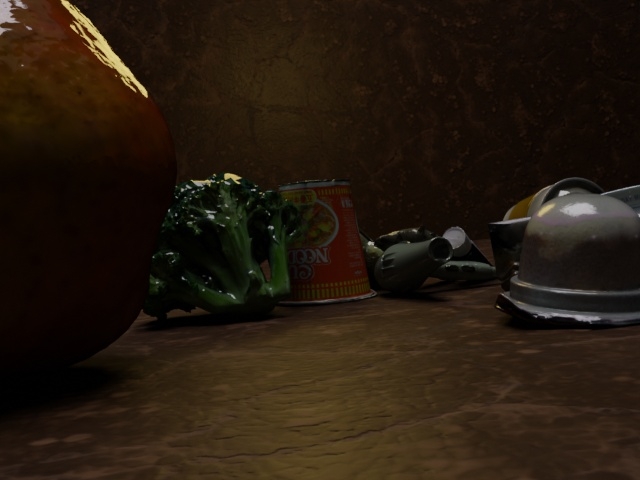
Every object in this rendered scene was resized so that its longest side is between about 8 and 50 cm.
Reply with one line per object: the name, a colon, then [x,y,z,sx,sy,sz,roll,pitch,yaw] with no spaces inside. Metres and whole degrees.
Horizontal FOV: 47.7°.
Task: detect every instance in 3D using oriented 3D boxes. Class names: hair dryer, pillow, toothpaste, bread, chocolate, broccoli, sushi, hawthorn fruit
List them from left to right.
hawthorn fruit: [-0.399,-0.052,0.720,0.472,0.471,0.472,-5,1,0]
broccoli: [-0.158,0.026,1.157,0.295,0.245,0.265,-25,-35,-8]
bread: [0.045,0.017,1.479,0.207,0.056,0.286,39,-15,-12]
pillow: [0.202,0.020,1.364,0.241,0.051,0.093,25,-56,-41]
hair dryer: [0.227,0.037,1.215,0.267,0.092,0.229,-2,-12,1]
toothpaste: [0.283,0.035,1.358,0.071,0.045,0.193,-4,-27,28]
sushi: [0.352,0.039,1.142,0.134,0.109,0.273,-9,-14,20]
chocolate: [0.302,0.018,0.854,0.222,0.147,0.221,-8,4,1]

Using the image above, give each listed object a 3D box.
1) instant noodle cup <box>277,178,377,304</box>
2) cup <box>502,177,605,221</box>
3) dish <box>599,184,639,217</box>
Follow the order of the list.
instant noodle cup: [0.000,0.000,1.295,0.193,0.212,0.193,-4,1,0]
cup: [0.545,-0.019,1.625,0.241,0.185,0.226,29,-11,-10]
dish: [0.612,-0.016,1.395,0.274,0.133,0.273,-17,9,3]
